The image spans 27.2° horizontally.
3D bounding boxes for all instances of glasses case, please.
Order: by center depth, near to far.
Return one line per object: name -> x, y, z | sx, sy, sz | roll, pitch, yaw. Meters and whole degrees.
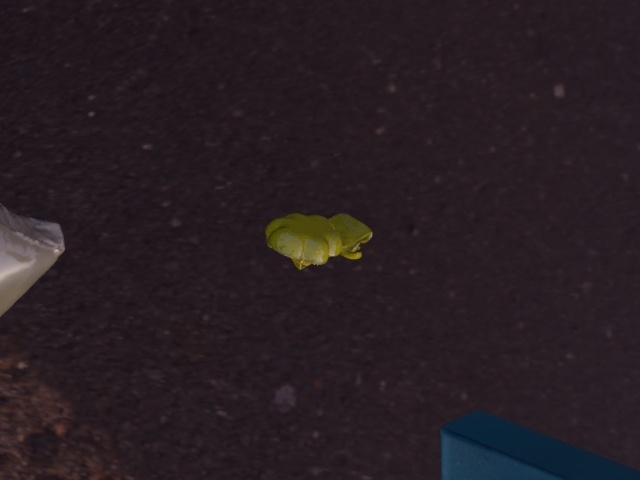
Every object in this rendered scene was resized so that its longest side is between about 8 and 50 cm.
glasses case -> 0.207, 0.206, 0.850 | 0.070, 0.301, 0.117 | -18, 114, -41

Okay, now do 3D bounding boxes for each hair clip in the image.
hair clip -> 0.000, 0.000, 1.353 | 0.173, 0.072, 0.046 | -2, 119, -63

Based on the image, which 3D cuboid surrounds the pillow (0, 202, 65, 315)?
pillow -> -0.281, 0.045, 0.912 | 0.208, 0.053, 0.119 | -46, 129, 8
